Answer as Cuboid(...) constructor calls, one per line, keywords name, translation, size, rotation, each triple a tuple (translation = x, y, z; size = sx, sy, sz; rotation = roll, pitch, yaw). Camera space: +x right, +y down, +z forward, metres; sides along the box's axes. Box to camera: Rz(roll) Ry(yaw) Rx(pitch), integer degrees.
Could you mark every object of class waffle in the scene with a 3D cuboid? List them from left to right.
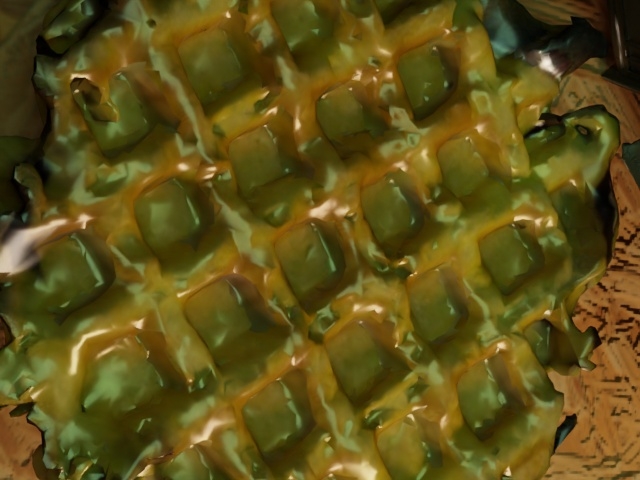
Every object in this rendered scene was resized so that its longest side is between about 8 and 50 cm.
Cuboid(name="waffle", translation=(0.000, 0.000, 0.720), size=(0.382, 0.095, 0.379), rotation=(22, 74, -22))

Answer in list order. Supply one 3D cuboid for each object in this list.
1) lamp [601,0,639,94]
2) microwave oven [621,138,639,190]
Cuboid(name="lamp", translation=(0.201, -0.220, 0.737), size=(0.090, 0.089, 0.325), rotation=(-40, 136, -21))
Cuboid(name="microwave oven", translation=(0.348, 0.028, 0.764), size=(0.237, 0.181, 0.295), rotation=(-32, 115, 14))
